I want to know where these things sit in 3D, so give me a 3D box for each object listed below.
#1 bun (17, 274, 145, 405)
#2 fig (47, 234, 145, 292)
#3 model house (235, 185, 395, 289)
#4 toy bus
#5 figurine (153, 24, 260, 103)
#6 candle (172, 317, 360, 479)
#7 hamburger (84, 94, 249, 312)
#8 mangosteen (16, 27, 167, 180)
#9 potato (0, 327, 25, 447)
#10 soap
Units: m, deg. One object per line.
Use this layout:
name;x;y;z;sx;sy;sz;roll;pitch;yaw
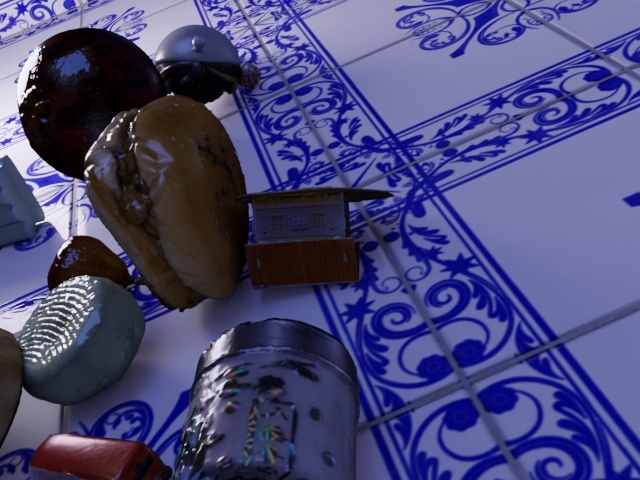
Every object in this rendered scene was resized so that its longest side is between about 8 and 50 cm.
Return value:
bun;-0.329;0.145;1.152;0.195;0.118;0.195;-24;44;25
fig;-0.362;0.057;1.348;0.119;0.153;0.119;-47;32;42
model house;0.000;0.000;1.192;0.219;0.136;0.207;-2;-4;6
toy bus;-0.267;0.272;0.974;0.174;0.077;0.079;-1;38;29
figurine;-0.274;-0.394;1.845;0.281;0.167;0.370;-1;15;-9
candle;-0.057;0.235;0.807;0.187;0.187;0.330;-14;35;14
hamburger;-0.206;-0.056;1.218;0.174;0.284;0.304;-15;31;13
mangosteen;-0.436;-0.279;1.687;0.306;0.306;0.359;3;18;35
potato;-0.508;0.208;1.108;0.239;0.116;0.299;-52;36;-6
soap;-0.703;-0.055;1.633;0.265;0.160;0.087;-15;33;13
